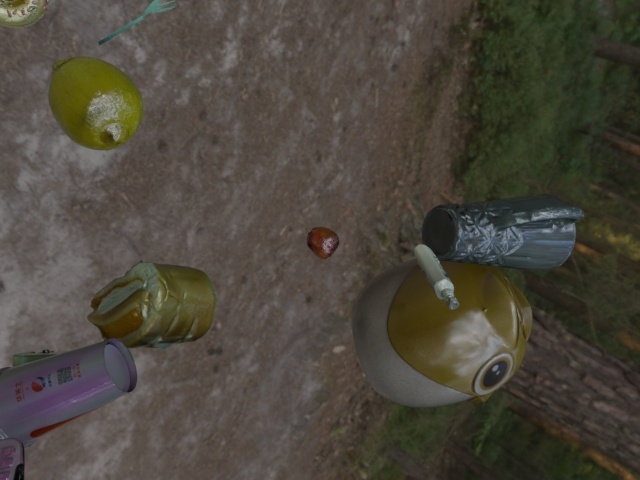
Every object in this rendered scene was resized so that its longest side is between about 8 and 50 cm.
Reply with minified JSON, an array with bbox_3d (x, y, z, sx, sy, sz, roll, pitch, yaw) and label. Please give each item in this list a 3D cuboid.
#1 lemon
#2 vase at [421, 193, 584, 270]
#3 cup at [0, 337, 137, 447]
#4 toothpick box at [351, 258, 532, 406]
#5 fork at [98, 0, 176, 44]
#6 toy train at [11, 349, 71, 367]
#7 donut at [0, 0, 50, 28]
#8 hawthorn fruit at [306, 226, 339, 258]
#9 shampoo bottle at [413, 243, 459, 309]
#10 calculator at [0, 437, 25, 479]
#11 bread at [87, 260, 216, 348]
[{"bbox_3d":[-0.488,-0.300,1.288,0.184,0.248,0.184,-38,167,-10],"label":"lemon"},{"bbox_3d":[0.346,-0.018,1.131,0.301,0.156,0.251,-1,164,-30],"label":"vase"},{"bbox_3d":[-0.593,0.344,1.395,0.288,0.203,0.203,-23,150,7],"label":"cup"},{"bbox_3d":[0.333,0.237,1.591,0.425,0.408,0.409,-21,162,22],"label":"toothpick box"},{"bbox_3d":[-0.435,-0.520,1.398,0.235,0.021,0.039,-44,152,-30],"label":"fork"},{"bbox_3d":[-0.752,0.384,1.736,0.159,0.326,0.129,88,1,-82],"label":"toy train"},{"bbox_3d":[-0.740,-0.597,1.425,0.175,0.068,0.174,-10,118,-20],"label":"donut"},{"bbox_3d":[0.004,0.004,1.361,0.077,0.077,0.077,-38,146,-33],"label":"hawthorn fruit"},{"bbox_3d":[0.189,0.062,0.954,0.034,0.141,0.049,-23,126,3],"label":"shampoo bottle"},{"bbox_3d":[-0.637,0.499,1.085,0.194,0.294,0.043,-16,137,7],"label":"calculator"},{"bbox_3d":[-0.453,0.207,1.712,0.301,0.210,0.341,-26,161,21],"label":"bread"}]
